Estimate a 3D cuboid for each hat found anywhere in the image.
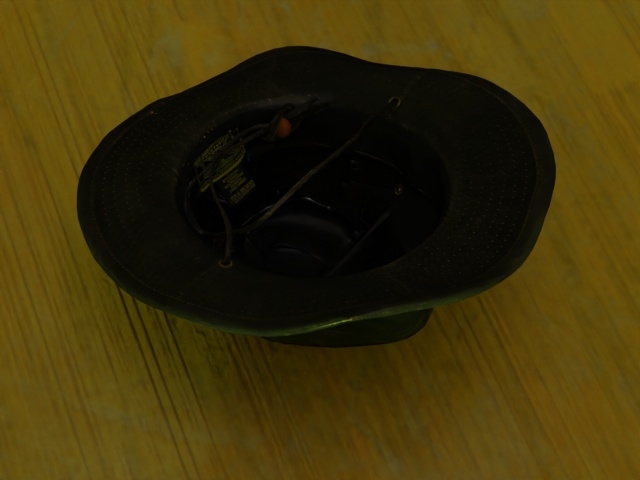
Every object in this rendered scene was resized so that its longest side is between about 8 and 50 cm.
[{"bbox_3d":[0.000,0.000,1.228,0.331,0.134,0.331,-5,39,4],"label":"hat"}]
